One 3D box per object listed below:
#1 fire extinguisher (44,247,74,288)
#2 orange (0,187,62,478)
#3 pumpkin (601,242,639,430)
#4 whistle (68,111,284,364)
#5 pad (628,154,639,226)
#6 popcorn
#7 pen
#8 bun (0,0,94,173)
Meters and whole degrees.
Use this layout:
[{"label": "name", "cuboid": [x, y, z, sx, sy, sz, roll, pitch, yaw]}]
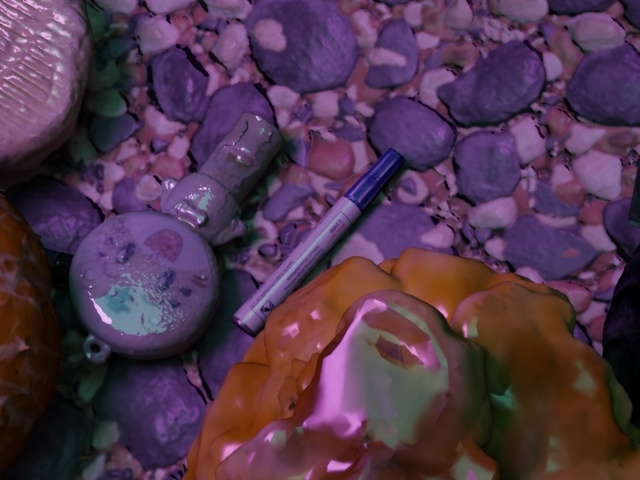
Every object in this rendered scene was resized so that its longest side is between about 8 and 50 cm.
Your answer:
[{"label": "fire extinguisher", "cuboid": [-0.243, 0.019, 1.593, 0.083, 0.025, 0.038, 15, 93, 11]}, {"label": "orange", "cuboid": [-0.361, 0.074, 1.455, 0.329, 0.249, 0.329, 1, 82, -8]}, {"label": "pumpkin", "cuboid": [0.352, 0.082, 1.379, 0.296, 0.296, 0.296, -2, 68, 4]}, {"label": "whistle", "cuboid": [-0.118, 0.001, 1.570, 0.126, 0.067, 0.258, 32, 69, 9]}, {"label": "pad", "cuboid": [0.332, -0.090, 1.597, 0.116, 0.004, 0.193, 11, 70, 10]}, {"label": "popcorn", "cuboid": [0.070, 0.206, 1.335, 0.344, 0.390, 0.354, 22, 27, -6]}, {"label": "pen", "cuboid": [0.000, 0.000, 1.580, 0.025, 0.025, 0.204, 37, 75, 18]}, {"label": "bun", "cuboid": [-0.301, -0.151, 1.602, 0.220, 0.134, 0.220, 3, 68, -8]}]
